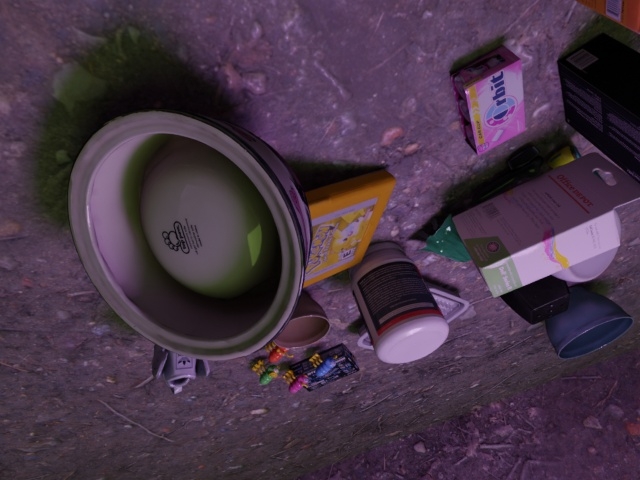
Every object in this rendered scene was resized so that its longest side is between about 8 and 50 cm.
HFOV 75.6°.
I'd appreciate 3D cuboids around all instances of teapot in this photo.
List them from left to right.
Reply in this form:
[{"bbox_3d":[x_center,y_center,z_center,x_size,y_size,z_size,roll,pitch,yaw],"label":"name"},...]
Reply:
[{"bbox_3d":[0.673,-0.015,1.152,0.252,0.187,0.256,-34,114,-11],"label":"teapot"}]

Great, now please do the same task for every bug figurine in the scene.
[{"bbox_3d":[-0.087,0.421,1.364,0.279,0.072,0.216,26,117,-29],"label":"bug figurine"}]

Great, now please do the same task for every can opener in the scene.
[{"bbox_3d":[0.455,-0.152,1.011,0.186,0.073,0.059,-39,175,26],"label":"can opener"}]

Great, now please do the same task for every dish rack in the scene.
[{"bbox_3d":[0.299,0.255,1.378,0.285,0.072,0.333,22,125,-37],"label":"dish rack"}]

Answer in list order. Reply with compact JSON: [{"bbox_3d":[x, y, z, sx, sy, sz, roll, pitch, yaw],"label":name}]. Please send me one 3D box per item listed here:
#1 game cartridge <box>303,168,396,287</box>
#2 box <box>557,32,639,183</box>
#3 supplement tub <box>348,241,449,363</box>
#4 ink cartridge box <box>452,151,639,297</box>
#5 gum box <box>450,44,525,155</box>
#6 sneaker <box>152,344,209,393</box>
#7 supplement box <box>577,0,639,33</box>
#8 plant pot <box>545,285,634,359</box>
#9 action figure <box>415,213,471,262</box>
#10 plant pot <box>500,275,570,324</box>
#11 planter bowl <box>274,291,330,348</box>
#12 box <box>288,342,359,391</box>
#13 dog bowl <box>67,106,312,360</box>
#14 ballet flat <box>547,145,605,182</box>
[{"bbox_3d":[0.000,0.000,0.903,0.323,0.053,0.285,-23,147,-35],"label":"game cartridge"},{"bbox_3d":[0.587,-0.245,0.789,0.103,0.261,0.184,-31,139,13],"label":"box"},{"bbox_3d":[0.191,0.158,1.070,0.191,0.272,0.191,-11,139,-10],"label":"supplement tub"},{"bbox_3d":[0.515,-0.038,0.950,0.353,0.207,0.119,-27,124,15],"label":"ink cartridge box"},{"bbox_3d":[0.332,-0.272,0.810,0.107,0.062,0.188,-28,139,9],"label":"gum box"},{"bbox_3d":[-0.305,0.194,0.962,0.137,0.210,0.366,8,132,-29],"label":"sneaker"},{"bbox_3d":[0.399,-0.387,0.578,0.078,0.233,0.080,-31,142,13],"label":"supplement box"},{"bbox_3d":[1.013,0.305,1.620,0.293,0.196,0.293,-12,139,-10],"label":"plant pot"},{"bbox_3d":[0.374,0.009,1.139,0.232,0.063,0.137,23,123,-34],"label":"action figure"},{"bbox_3d":[0.715,0.165,1.371,0.188,0.167,0.187,-27,140,7],"label":"plant pot"},{"bbox_3d":[-0.064,0.213,1.158,0.162,0.109,0.162,-12,140,-10],"label":"planter bowl"},{"bbox_3d":[0.017,0.474,1.525,0.220,0.051,0.175,-25,139,7],"label":"box"},{"bbox_3d":[-0.195,-0.014,0.685,0.408,0.150,0.408,7,114,16],"label":"dog bowl"},{"bbox_3d":[0.656,-0.167,1.058,0.231,0.077,0.077,24,142,-35],"label":"ballet flat"}]
